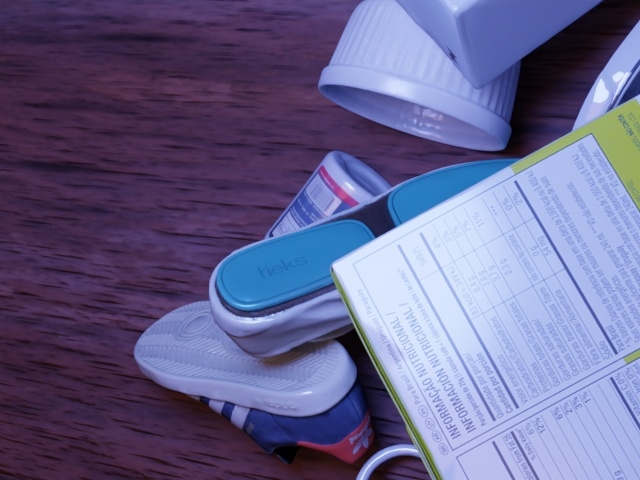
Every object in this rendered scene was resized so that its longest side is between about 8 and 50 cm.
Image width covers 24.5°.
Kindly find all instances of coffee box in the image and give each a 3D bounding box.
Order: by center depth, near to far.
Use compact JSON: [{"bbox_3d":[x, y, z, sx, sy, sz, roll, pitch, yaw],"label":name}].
[{"bbox_3d":[0.246,0.120,1.286,0.334,0.337,0.338,-29,73,2],"label":"coffee box"}]

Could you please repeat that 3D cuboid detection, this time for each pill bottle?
[{"bbox_3d":[0.000,0.000,1.639,0.108,0.108,0.180,47,110,25],"label":"pill bottle"}]

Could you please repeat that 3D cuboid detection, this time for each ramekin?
[{"bbox_3d":[0.111,-0.177,1.535,0.207,0.207,0.109,17,86,31],"label":"ramekin"}]

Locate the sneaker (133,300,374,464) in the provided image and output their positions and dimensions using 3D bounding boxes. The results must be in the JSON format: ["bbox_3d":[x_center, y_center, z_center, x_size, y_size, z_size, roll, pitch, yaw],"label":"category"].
[{"bbox_3d":[-0.078,0.173,1.674,0.131,0.148,0.350,-44,34,-24],"label":"sneaker"}]

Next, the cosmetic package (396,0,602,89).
[{"bbox_3d":[0.253,-0.379,1.387,0.453,0.161,0.230,-36,67,-2],"label":"cosmetic package"}]

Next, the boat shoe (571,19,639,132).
[{"bbox_3d":[0.358,-0.169,1.436,0.105,0.113,0.306,38,90,24],"label":"boat shoe"}]

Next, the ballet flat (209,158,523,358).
[{"bbox_3d":[0.077,0.022,1.545,0.400,0.139,0.139,-19,74,-8],"label":"ballet flat"}]

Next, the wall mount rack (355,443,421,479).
[{"bbox_3d":[0.190,0.304,1.495,0.304,0.130,0.350,-40,66,-5],"label":"wall mount rack"}]
